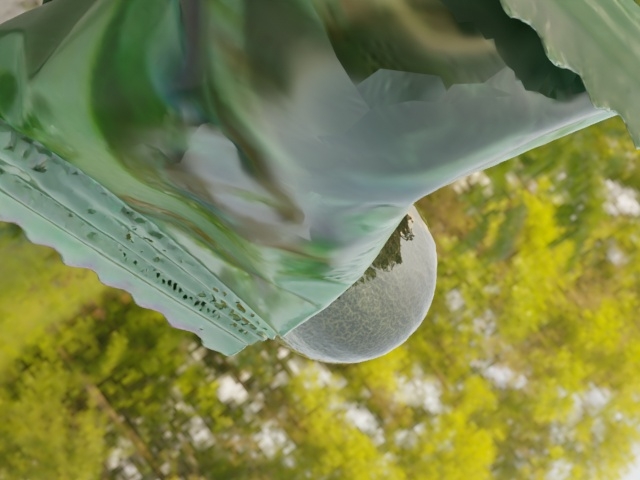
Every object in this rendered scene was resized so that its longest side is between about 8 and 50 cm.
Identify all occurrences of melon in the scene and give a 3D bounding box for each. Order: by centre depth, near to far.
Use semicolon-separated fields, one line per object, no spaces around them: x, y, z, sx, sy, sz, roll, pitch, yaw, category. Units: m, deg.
0.000;0.000;1.554;0.249;0.329;0.248;-33;-161;13;melon

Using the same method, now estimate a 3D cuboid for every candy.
-0.040;-0.066;0.622;0.398;0.263;0.172;-34;-160;42;candy
